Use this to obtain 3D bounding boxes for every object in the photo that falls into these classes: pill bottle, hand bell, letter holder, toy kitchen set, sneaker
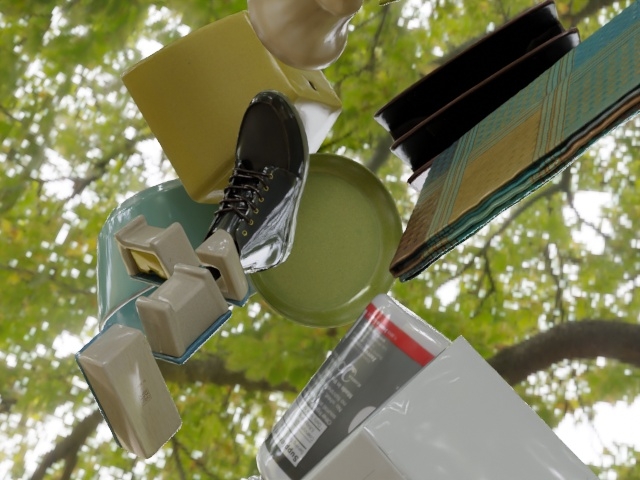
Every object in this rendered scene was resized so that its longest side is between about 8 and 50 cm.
[{"bbox_3d":[0.039,0.210,1.006,0.161,0.283,0.161,37,2,-1],"label":"pill bottle"},{"bbox_3d":[0.040,-0.269,0.971,0.126,0.126,0.242,33,-29,-22],"label":"hand bell"},{"bbox_3d":[0.233,-0.199,1.381,0.302,0.152,0.214,-32,-15,12],"label":"letter holder"},{"bbox_3d":[-0.180,0.087,0.992,0.166,0.207,0.122,11,-49,36],"label":"toy kitchen set"},{"bbox_3d":[-0.077,-0.060,1.148,0.083,0.118,0.221,11,-71,26],"label":"sneaker"}]

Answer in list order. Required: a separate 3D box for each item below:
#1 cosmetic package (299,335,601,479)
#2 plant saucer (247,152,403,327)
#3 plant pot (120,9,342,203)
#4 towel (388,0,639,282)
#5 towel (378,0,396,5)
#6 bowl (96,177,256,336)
[{"bbox_3d":[0.083,0.229,0.682,0.224,0.138,0.224,46,-49,8],"label":"cosmetic package"},{"bbox_3d":[0.000,0.000,1.362,0.241,0.240,0.037,30,-12,-18],"label":"plant saucer"},{"bbox_3d":[-0.100,-0.186,1.336,0.187,0.212,0.212,-37,-15,22],"label":"plant pot"},{"bbox_3d":[0.235,-0.119,1.055,0.040,0.271,0.370,44,-54,-10],"label":"towel"},{"bbox_3d":[0.190,-0.354,1.253,0.237,0.102,0.021,-10,-55,18],"label":"towel"},{"bbox_3d":[-0.212,0.014,1.494,0.312,0.163,0.311,-22,-15,-7],"label":"bowl"}]
